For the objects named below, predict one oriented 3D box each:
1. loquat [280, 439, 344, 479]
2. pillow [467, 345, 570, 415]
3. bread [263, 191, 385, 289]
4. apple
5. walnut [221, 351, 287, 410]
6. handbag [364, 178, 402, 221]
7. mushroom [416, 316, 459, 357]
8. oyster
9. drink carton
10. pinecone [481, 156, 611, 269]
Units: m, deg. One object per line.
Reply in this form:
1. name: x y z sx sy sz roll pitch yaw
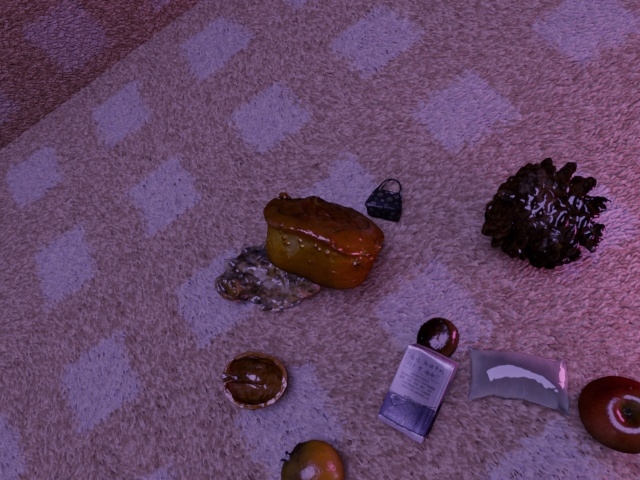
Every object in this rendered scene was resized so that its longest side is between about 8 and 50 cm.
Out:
1. loquat: -0.014 0.632 1.313 0.172 0.149 0.204 -43 78 -3
2. pillow: 0.512 0.363 1.284 0.254 0.078 0.144 4 72 19
3. bread: -0.002 -0.001 1.455 0.358 0.337 0.204 22 107 14
4. apple: 0.708 0.406 1.157 0.181 0.168 0.180 -9 64 20
5. walnut: -0.188 0.428 1.479 0.211 0.087 0.167 6 65 18
6. handbag: 0.215 -0.143 1.581 0.115 0.072 0.139 13 70 23
7. mushroom: 0.331 0.278 1.391 0.123 0.052 0.123 -5 71 16
8. oyster: -0.158 0.110 1.577 0.351 0.115 0.237 12 74 22
9. drink carton: 0.263 0.401 1.314 0.134 0.102 0.222 24 92 26
10. pinecone: 0.613 -0.068 1.324 0.296 0.242 0.298 38 116 12
